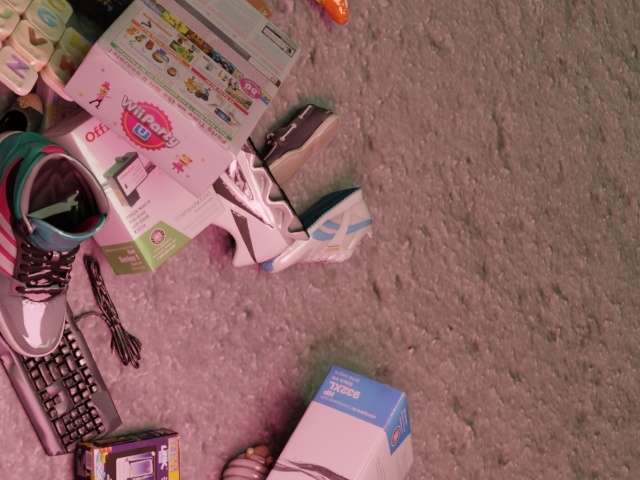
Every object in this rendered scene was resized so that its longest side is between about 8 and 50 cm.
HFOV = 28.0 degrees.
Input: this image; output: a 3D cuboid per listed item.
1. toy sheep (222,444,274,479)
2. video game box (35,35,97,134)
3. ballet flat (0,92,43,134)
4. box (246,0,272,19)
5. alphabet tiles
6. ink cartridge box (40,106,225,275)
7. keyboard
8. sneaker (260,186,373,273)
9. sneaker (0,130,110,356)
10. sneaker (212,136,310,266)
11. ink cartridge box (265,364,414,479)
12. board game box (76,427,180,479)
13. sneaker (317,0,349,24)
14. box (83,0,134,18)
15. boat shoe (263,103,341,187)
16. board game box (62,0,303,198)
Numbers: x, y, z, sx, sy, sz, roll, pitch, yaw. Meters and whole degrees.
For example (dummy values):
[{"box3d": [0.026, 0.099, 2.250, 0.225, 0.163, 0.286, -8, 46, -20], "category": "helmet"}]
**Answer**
[{"box3d": [-0.105, 0.358, 1.878, 0.091, 0.091, 0.132, 47, 52, -27], "category": "toy sheep"}, {"box3d": [-0.308, -0.173, 1.792, 0.187, 0.048, 0.205, 13, 77, -42], "category": "video game box"}, {"box3d": [-0.418, -0.129, 1.681, 0.173, 0.057, 0.049, -60, 157, -26], "category": "ballet flat"}, {"box3d": [-0.177, -0.360, 1.899, 0.130, 0.091, 0.170, -49, 115, -33], "category": "box"}, {"box3d": [-0.404, -0.299, 1.630, 0.284, 0.021, 0.278, 41, 25, -20], "category": "alphabet tiles"}, {"box3d": [-0.254, -0.088, 1.738, 0.160, 0.093, 0.219, -43, 114, -36], "category": "ink cartridge box"}, {"box3d": [-0.345, 0.118, 1.738, 0.201, 0.033, 0.317, -33, 107, -39], "category": "keyboard"}, {"box3d": [0.000, 0.000, 2.013, 0.229, 0.087, 0.092, -34, 109, -36], "category": "sneaker"}, {"box3d": [-0.339, 0.009, 1.613, 0.124, 0.178, 0.295, -10, 99, -36], "category": "sneaker"}, {"box3d": [-0.157, -0.107, 1.859, 0.146, 0.122, 0.330, -29, 100, 3], "category": "sneaker"}, {"box3d": [0.012, 0.377, 1.888, 0.307, 0.129, 0.223, -58, 156, -30], "category": "ink cartridge box"}, {"box3d": [-0.260, 0.352, 1.757, 0.141, 0.048, 0.170, -3, 96, -42], "category": "board game box"}, {"box3d": [-0.013, -0.421, 2.079, 0.067, 0.064, 0.175, -38, 105, -16], "category": "sneaker"}, {"box3d": [-0.345, -0.438, 1.759, 0.233, 0.059, 0.183, 29, 53, -35], "category": "box"}, {"box3d": [-0.054, -0.144, 2.015, 0.065, 0.075, 0.206, 37, 58, 18], "category": "boat shoe"}, {"box3d": [-0.171, -0.228, 1.701, 0.224, 0.097, 0.303, 39, 37, -10], "category": "board game box"}]
